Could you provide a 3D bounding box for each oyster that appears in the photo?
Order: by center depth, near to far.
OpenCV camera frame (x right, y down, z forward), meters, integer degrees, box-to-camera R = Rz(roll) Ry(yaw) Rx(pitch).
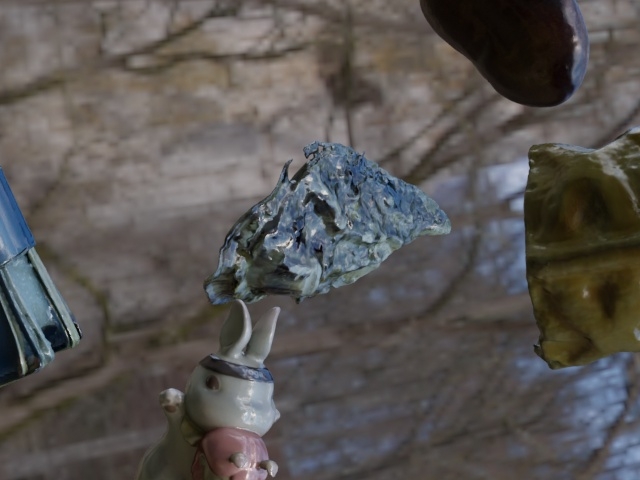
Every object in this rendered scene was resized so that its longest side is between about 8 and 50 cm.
[{"bbox_3d":[-0.003,-0.002,1.522,0.087,0.199,0.252,31,-10,28],"label":"oyster"}]

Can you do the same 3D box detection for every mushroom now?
[{"bbox_3d":[0.248,-0.257,2.112,0.227,0.217,0.148,52,-56,16],"label":"mushroom"}]

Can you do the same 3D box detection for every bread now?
[{"bbox_3d":[0.325,-0.001,1.851,0.252,0.196,0.239,-2,-56,19],"label":"bread"}]

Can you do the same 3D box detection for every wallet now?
[{"bbox_3d":[-0.244,-0.001,1.136,0.141,0.059,0.202,-20,-81,28],"label":"wallet"}]

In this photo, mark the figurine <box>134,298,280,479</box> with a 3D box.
[{"bbox_3d":[-0.052,0.121,1.160,0.098,0.081,0.146,47,-61,31],"label":"figurine"}]
